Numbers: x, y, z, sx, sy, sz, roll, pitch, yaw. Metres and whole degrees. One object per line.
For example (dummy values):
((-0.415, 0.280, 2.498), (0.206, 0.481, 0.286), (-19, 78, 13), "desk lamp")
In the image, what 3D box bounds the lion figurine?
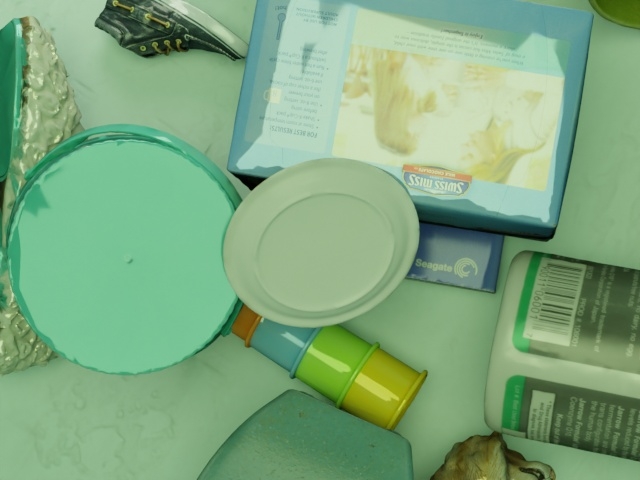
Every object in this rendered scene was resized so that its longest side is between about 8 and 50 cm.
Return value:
((0.150, 0.412, 1.803), (0.142, 0.240, 0.392), (12, 103, 7), "lion figurine")

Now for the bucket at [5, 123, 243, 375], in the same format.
((-0.200, 0.013, 1.749), (0.281, 0.183, 0.281), (0, 92, -6), "bucket")

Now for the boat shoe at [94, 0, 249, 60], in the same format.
((-0.171, -0.238, 1.932), (0.183, 0.065, 0.083), (31, 92, 13), "boat shoe")

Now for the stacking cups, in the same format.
((-0.032, 0.099, 1.878), (0.316, 0.096, 0.096), (34, 90, 8), "stacking cups")

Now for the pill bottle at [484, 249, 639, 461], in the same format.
((0.366, 0.138, 1.765), (0.361, 0.204, 0.204), (11, 87, 12), "pill bottle")

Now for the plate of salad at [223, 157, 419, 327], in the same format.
((0.000, 0.000, 1.665), (0.200, 0.048, 0.199), (-6, 124, -9), "plate of salad")

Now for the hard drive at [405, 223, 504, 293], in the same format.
((0.121, -0.113, 1.901), (0.210, 0.040, 0.318), (9, 87, 6), "hard drive")

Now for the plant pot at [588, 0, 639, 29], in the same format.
((0.397, -0.421, 1.803), (0.275, 0.275, 0.293), (-10, 69, 5), "plant pot")

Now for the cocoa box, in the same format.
((0.098, -0.141, 1.769), (0.347, 0.228, 0.231), (10, 87, 6), "cocoa box")

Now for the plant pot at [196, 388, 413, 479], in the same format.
((-0.021, 0.310, 1.796), (0.247, 0.248, 0.252), (22, 70, 7), "plant pot")

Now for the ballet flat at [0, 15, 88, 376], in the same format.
((-0.325, -0.047, 1.909), (0.147, 0.147, 0.408), (8, 93, 6), "ballet flat")
